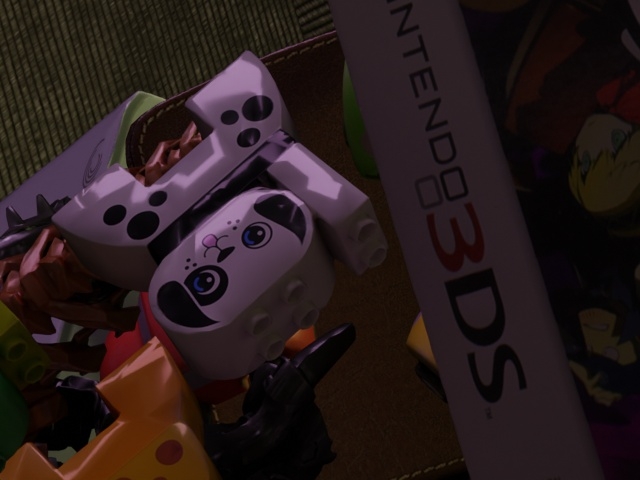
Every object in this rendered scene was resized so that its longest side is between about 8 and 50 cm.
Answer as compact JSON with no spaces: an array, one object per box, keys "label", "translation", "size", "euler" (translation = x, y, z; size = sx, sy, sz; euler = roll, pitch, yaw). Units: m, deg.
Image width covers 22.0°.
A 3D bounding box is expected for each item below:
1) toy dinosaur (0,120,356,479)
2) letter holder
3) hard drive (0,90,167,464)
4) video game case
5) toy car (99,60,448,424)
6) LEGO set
[{"label":"toy dinosaur","translation":[-0.106,0.075,0.549],"size":[0.322,0.164,0.218],"euler":[-18,3,44]},{"label":"letter holder","translation":[0.073,-0.003,0.819],"size":[0.302,0.214,0.152],"euler":[-17,-3,-4]},{"label":"hard drive","translation":[-0.192,0.075,0.966],"size":[0.047,0.233,0.353],"euler":[24,-26,-24]},{"label":"video game case","translation":[0.120,-0.038,0.347],"size":[0.232,0.210,0.042],"euler":[-17,-2,26]},{"label":"toy car","translation":[0.024,-0.019,0.687],"size":[0.239,0.225,0.053],"euler":[3,-24,25]},{"label":"LEGO set","translation":[-0.058,0.078,0.337],"size":[0.227,0.093,0.087],"euler":[-42,-35,-12]}]
